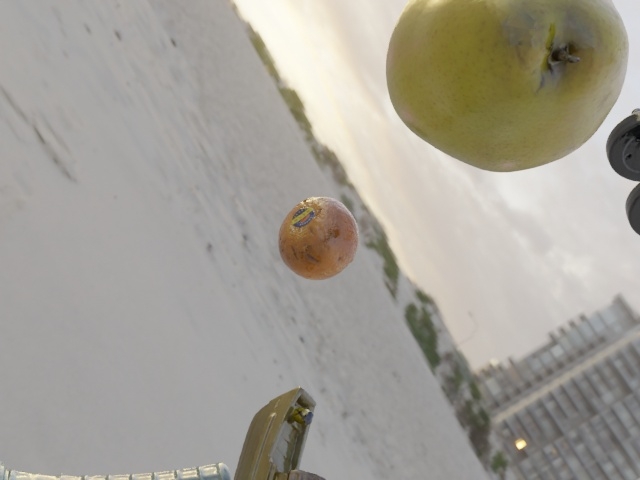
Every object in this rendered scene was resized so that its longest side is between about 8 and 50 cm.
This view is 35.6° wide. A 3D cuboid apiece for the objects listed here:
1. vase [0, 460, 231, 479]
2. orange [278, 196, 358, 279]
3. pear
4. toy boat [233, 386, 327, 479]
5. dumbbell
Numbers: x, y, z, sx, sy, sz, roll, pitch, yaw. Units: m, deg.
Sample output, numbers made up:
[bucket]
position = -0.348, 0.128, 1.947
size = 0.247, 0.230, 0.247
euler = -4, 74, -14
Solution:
[vase]
position = -0.268, 0.355, 1.308
size = 0.143, 0.299, 0.143
euler = 180, -90, -76
[orange]
position = -0.002, 0.001, 1.585
size = 0.117, 0.135, 0.135
euler = 62, -5, -36
[pear]
position = 0.215, -0.205, 1.166
size = 0.285, 0.285, 0.336
euler = 60, 24, -10
[toy boat]
position = -0.035, 0.235, 0.856
size = 0.068, 0.088, 0.226
euler = 54, 42, -46
[dumbbell]
position = 0.546, -0.105, 1.596
size = 0.325, 0.143, 0.143
euler = -91, 162, -44
